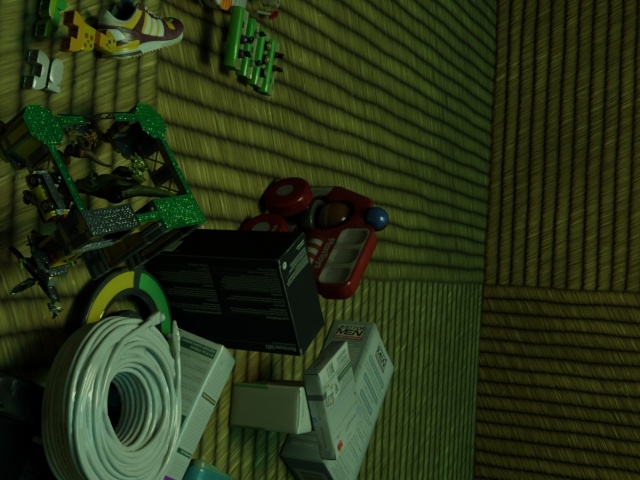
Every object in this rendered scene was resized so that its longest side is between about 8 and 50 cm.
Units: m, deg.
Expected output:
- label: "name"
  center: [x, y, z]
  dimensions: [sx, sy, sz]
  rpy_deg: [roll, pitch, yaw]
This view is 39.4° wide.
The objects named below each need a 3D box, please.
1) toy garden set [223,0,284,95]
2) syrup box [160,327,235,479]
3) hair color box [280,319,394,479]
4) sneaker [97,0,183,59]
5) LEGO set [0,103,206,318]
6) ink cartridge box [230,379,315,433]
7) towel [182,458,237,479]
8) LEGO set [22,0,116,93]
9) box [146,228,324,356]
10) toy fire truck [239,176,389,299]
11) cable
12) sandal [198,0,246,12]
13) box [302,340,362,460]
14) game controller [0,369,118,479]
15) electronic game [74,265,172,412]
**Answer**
- label: "toy garden set"
  center: [-0.106, -0.397, 1.686]
  dimensions: [0.244, 0.049, 0.204]
  rpy_deg: [13, 85, -76]
- label: "syrup box"
  center: [-0.235, 0.273, 1.441]
  dimensions: [0.096, 0.093, 0.237]
  rpy_deg: [71, 41, -66]
- label: "hair color box"
  center: [0.048, 0.388, 2.065]
  dimensions: [0.375, 0.113, 0.185]
  rpy_deg: [-65, 146, -36]
- label: "sneaker"
  center: [-0.278, -0.342, 1.402]
  dimensions: [0.185, 0.069, 0.084]
  rpy_deg: [-46, 137, -55]
- label: "LEGO set"
  center: [-0.337, -0.054, 1.253]
  dimensions: [0.255, 0.192, 0.331]
  rpy_deg: [59, 28, -1]
- label: "ink cartridge box"
  center: [-0.061, 0.330, 1.794]
  dimensions: [0.212, 0.154, 0.093]
  rpy_deg: [16, 75, -62]
- label: "towel"
  center: [-0.200, 0.577, 1.484]
  dimensions: [0.271, 0.040, 0.370]
  rpy_deg: [49, 51, -50]
- label: "LEGO set"
  center: [-0.339, -0.309, 1.263]
  dimensions: [0.093, 0.087, 0.227]
  rpy_deg: [23, 73, -62]
- label: "box"
  center: [-0.143, 0.082, 1.490]
  dimensions: [0.103, 0.261, 0.184]
  rpy_deg: [-48, 134, -52]
- label: "toy fire truck"
  center: [0.000, 0.000, 1.779]
  dimensions: [0.302, 0.253, 0.169]
  rpy_deg: [-60, 143, -43]
- label: "cable"
  center: [-0.292, 0.236, 1.270]
  dimensions: [0.257, 0.089, 0.257]
  rpy_deg: [-6, 91, -66]
- label: "sandal"
  center: [-0.187, -0.455, 1.586]
  dimensions: [0.265, 0.076, 0.102]
  rpy_deg: [-4, 105, -84]
- label: "box"
  center: [0.027, 0.311, 1.754]
  dimensions: [0.145, 0.038, 0.186]
  rpy_deg: [-41, 123, -58]
- label: "game controller"
  center: [-0.398, 0.290, 1.239]
  dimensions: [0.167, 0.067, 0.319]
  rpy_deg: [-64, 147, -13]
- label: "electronic game"
  center: [-0.306, 0.155, 1.407]
  dimensions: [0.229, 0.048, 0.230]
  rpy_deg: [-7, 98, -63]
